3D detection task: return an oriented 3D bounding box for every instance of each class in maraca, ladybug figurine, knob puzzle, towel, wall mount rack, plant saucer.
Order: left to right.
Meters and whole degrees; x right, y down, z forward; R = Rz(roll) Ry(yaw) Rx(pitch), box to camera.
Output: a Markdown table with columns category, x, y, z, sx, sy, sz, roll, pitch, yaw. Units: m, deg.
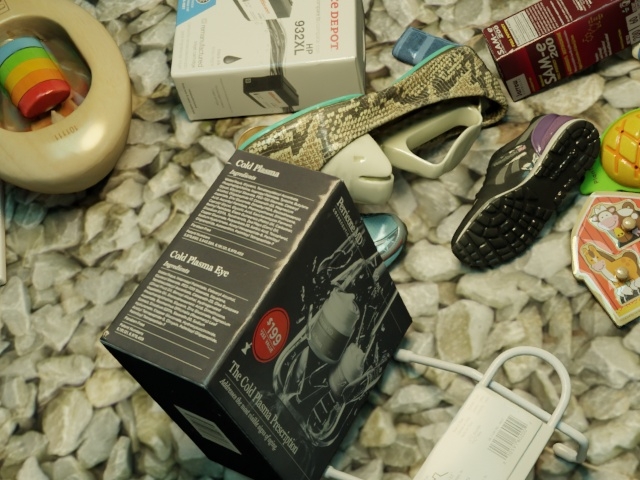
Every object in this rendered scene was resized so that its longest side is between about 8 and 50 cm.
| category | x | y | z | sx | sy | sz | roll | pitch | yaw |
| --- | --- | --- | --- | --- | --- | --- | --- | --- | --- |
| ladybug figurine | -0.471 | -0.243 | 1.815 | 0.305 | 0.162 | 0.449 | -29 | 59 | -7 |
| plant saucer | -0.097 | -0.154 | 1.782 | 0.083 | 0.015 | 0.083 | -5 | 58 | 8 |
| towel | 0.185 | -0.319 | 1.825 | 0.119 | 0.029 | 0.067 | 26 | 68 | 23 |
| wall mount rack | 0.166 | 0.280 | 1.417 | 0.304 | 0.130 | 0.350 | 30 | 68 | 20 |
| knob puzzle | 0.452 | 0.004 | 1.567 | 0.213 | 0.030 | 0.213 | -2 | 67 | 4 |
| maraca | 0.471 | -0.129 | 1.624 | 0.186 | 0.099 | 0.127 | -24 | 71 | 22 |

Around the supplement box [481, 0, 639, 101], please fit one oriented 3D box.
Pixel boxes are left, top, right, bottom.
| category | x | y | z | sx | sy | sz | roll | pitch | yaw |
| --- | --- | --- | --- | --- | --- | --- | --- | --- | --- |
| supplement box | 0.390 | -0.328 | 1.708 | 0.239 | 0.130 | 0.073 | -25 | 58 | 11 |

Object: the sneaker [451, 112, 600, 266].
| category | x | y | z | sx | sy | sz | roll | pitch | yaw |
| --- | --- | --- | --- | --- | --- | --- | --- | --- | --- |
| sneaker | 0.293 | -0.078 | 1.640 | 0.283 | 0.107 | 0.124 | -44 | 31 | -7 |

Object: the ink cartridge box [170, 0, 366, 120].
| category | x | y | z | sx | sy | sz | roll | pitch | yaw |
| --- | --- | --- | --- | --- | --- | --- | --- | --- | --- |
| ink cartridge box | -0.083 | -0.338 | 1.824 | 0.307 | 0.129 | 0.223 | -4 | 58 | 7 |

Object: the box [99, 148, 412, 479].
| category | x | y | z | sx | sy | sz | roll | pitch | yaw |
| --- | --- | --- | --- | --- | --- | --- | --- | --- | --- |
| box | -0.064 | 0.116 | 1.409 | 0.179 | 0.343 | 0.312 | 17 | 63 | 32 |

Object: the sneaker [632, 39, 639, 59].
| category | x | y | z | sx | sy | sz | roll | pitch | yaw |
| --- | --- | --- | --- | --- | --- | --- | --- | --- | --- |
| sneaker | 0.583 | -0.331 | 1.746 | 0.152 | 0.058 | 0.084 | -34 | 51 | -18 |

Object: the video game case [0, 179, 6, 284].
| category | x | y | z | sx | sy | sz | roll | pitch | yaw |
| --- | --- | --- | --- | --- | --- | --- | --- | --- | --- |
| video game case | -0.623 | -0.005 | 1.778 | 0.206 | 0.026 | 0.227 | -13 | 58 | 2 |

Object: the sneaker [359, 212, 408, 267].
| category | x | y | z | sx | sy | sz | roll | pitch | yaw |
| --- | --- | --- | --- | --- | --- | --- | --- | --- | --- |
| sneaker | 0.000 | 0.000 | 1.608 | 0.262 | 0.125 | 0.104 | -10 | 59 | 4 |

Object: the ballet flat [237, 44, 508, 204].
| category | x | y | z | sx | sy | sz | roll | pitch | yaw |
| --- | --- | --- | --- | --- | --- | --- | --- | --- | --- |
| ballet flat | 0.103 | -0.153 | 1.619 | 0.483 | 0.164 | 0.182 | -28 | 65 | -30 |
